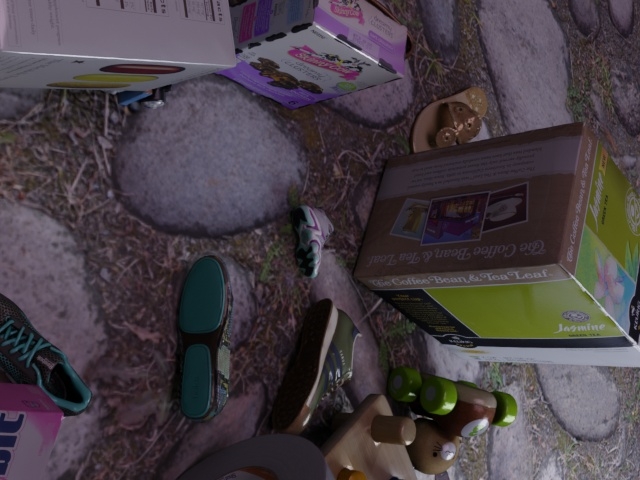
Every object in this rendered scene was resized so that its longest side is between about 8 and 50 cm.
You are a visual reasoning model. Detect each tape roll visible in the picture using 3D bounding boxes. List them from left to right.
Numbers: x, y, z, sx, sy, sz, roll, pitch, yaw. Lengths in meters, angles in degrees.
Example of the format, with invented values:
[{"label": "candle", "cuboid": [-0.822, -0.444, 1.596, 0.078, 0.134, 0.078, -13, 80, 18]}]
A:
[{"label": "tape roll", "cuboid": [-0.080, 0.300, 0.810, 0.219, 0.219, 0.072, -44, 118, -41]}]

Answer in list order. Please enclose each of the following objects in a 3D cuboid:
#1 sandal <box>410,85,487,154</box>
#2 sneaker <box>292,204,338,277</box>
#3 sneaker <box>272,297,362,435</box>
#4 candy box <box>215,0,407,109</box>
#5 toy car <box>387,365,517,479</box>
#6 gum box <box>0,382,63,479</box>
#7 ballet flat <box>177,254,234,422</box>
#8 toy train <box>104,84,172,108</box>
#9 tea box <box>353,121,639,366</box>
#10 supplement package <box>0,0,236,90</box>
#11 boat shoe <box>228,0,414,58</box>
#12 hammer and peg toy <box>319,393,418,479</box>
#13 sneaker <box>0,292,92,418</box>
[{"label": "sandal", "cuboid": [0.240, -0.207, 1.320, 0.240, 0.079, 0.088, -40, 114, -42]}, {"label": "sneaker", "cuboid": [0.000, 0.000, 1.066, 0.069, 0.038, 0.098, -5, 89, -47]}, {"label": "sneaker", "cuboid": [0.007, 0.178, 1.030, 0.086, 0.064, 0.192, 39, 55, -31]}, {"label": "candy box", "cuboid": [-0.020, -0.236, 0.956, 0.164, 0.196, 0.070, 18, 72, -44]}, {"label": "toy car", "cuboid": [0.178, 0.298, 1.160, 0.155, 0.149, 0.189, 18, 84, -32]}, {"label": "gum box", "cuboid": [-0.304, 0.215, 0.656, 0.107, 0.062, 0.188, 16, 95, -43]}, {"label": "ballet flat", "cuboid": [-0.129, 0.113, 0.906, 0.070, 0.070, 0.189, 17, 75, -45]}, {"label": "toy train", "cuboid": [-0.207, -0.236, 0.847, 0.105, 0.080, 0.184, -2, 89, -38]}, {"label": "tea box", "cuboid": [0.288, 0.025, 1.160, 0.323, 0.329, 0.220, 37, 60, -39]}, {"label": "supplement package", "cuboid": [-0.210, -0.208, 0.680, 0.244, 0.139, 0.134, -12, 96, -51]}, {"label": "boat shoe", "cuboid": [0.006, -0.316, 1.052, 0.324, 0.116, 0.123, 17, 73, -45]}, {"label": "hammer and peg toy", "cuboid": [0.072, 0.416, 1.030, 0.266, 0.127, 0.361, -39, 113, -45]}, {"label": "sneaker", "cuboid": [-0.272, 0.104, 0.732, 0.166, 0.076, 0.065, 56, 48, -27]}]
